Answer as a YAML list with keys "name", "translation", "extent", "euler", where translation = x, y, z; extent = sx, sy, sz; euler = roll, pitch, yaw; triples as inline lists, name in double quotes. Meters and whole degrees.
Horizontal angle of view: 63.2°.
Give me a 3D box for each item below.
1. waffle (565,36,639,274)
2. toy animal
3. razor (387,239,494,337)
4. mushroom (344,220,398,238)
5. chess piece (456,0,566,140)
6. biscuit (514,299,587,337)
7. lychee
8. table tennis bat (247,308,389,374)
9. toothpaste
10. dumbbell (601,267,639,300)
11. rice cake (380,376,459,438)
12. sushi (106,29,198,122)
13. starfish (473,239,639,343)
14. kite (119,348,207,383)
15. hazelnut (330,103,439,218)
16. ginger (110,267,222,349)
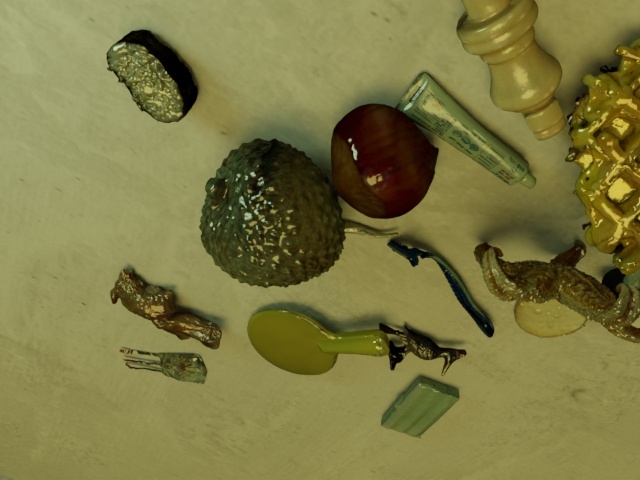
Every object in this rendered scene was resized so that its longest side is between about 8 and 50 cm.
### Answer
- name: "waffle"
  translation: [0.547, -0.119, 0.721]
  extent: [0.379, 0.095, 0.382]
  euler: [-11, 106, 14]
- name: "toy animal"
  translation: [0.227, 0.245, 1.179]
  extent: [0.202, 0.070, 0.105]
  euler: [9, 112, 10]
- name: "razor"
  translation: [0.270, 0.097, 1.056]
  extent: [0.324, 0.093, 0.056]
  euler: [41, 91, -26]
- name: "mushroom"
  translation: [0.000, -0.002, 1.040]
  extent: [0.306, 0.043, 0.068]
  euler: [-15, 142, 22]
- name: "chess piece"
  translation: [0.233, -0.287, 0.690]
  extent: [0.117, 0.117, 0.397]
  euler: [-22, 128, 28]
- name: "biscuit"
  translation: [0.477, 0.152, 1.074]
  extent: [0.151, 0.020, 0.152]
  euler: [6, 130, 7]
- name: "lychee"
  translation: [-0.077, -0.041, 0.890]
  extent: [0.274, 0.255, 0.255]
  euler: [18, 135, -32]
- name: "table tennis bat"
  translation: [-0.011, 0.237, 1.216]
  extent: [0.368, 0.054, 0.224]
  euler: [-7, 125, 30]
- name: "toothpaste"
  translation: [0.245, -0.164, 0.843]
  extent: [0.268, 0.047, 0.069]
  euler: [32, 148, -12]
- name: "dumbbell"
  translation: [0.554, 0.033, 0.904]
  extent: [0.100, 0.100, 0.191]
  euler: [-2, 129, 14]
- name: "rice cake"
  translation: [0.251, 0.439, 1.350]
  extent: [0.127, 0.043, 0.237]
  euler: [21, 130, -4]
- name: "sushi"
  translation: [-0.268, -0.266, 0.847]
  extent: [0.090, 0.078, 0.150]
  euler: [-28, 118, 23]
- name: "starfish"
  translation: [0.398, 0.068, 0.853]
  extent: [0.311, 0.303, 0.113]
  euler: [24, 107, 21]
- name: "kite"
  translation: [-0.433, 0.344, 1.438]
  extent: [0.245, 0.015, 0.141]
  euler: [8, 128, 4]
- name: "hazelnut"
  translation: [0.100, -0.120, 0.855]
  extent: [0.170, 0.161, 0.202]
  euler: [16, 170, 14]
- name: "ginger"
  translation: [-0.362, 0.171, 1.247]
  extent: [0.290, 0.084, 0.122]
  euler: [35, 106, -12]
